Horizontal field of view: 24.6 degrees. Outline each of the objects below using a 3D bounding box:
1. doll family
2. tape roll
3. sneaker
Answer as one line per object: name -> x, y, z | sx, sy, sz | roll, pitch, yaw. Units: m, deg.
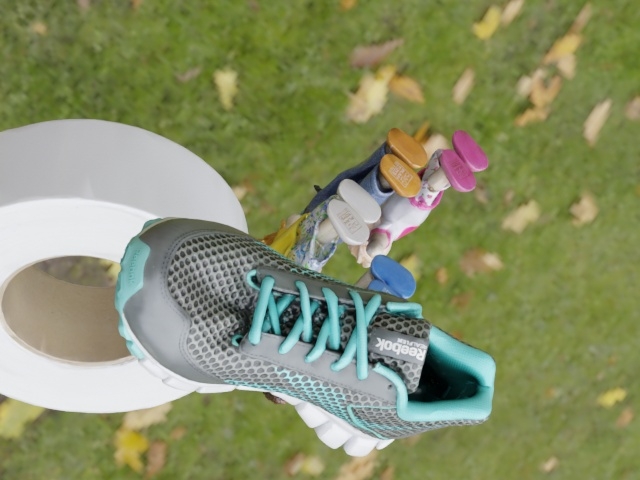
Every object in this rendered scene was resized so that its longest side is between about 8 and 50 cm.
doll family -> 0.000, 0.000, 1.026 | 0.163, 0.118, 0.263 | -41, -171, 39
tape roll -> -0.202, 0.029, 1.285 | 0.286, 0.100, 0.286 | -1, 136, -1
sneaker -> 0.002, 0.032, 0.522 | 0.166, 0.076, 0.065 | 26, 66, -44
